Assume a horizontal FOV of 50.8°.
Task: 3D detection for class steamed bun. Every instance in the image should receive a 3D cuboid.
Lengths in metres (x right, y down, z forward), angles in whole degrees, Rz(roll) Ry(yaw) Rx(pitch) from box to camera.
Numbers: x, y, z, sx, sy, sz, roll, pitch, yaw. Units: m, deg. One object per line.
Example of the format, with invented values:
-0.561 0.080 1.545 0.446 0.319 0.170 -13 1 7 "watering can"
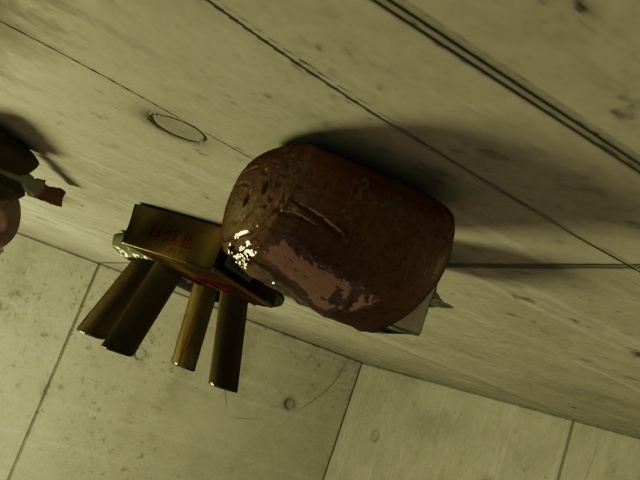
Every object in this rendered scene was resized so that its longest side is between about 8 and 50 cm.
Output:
0.000 0.000 0.491 0.145 0.106 0.175 22 171 -15 "steamed bun"

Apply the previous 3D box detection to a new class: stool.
-0.277 0.137 1.328 0.310 0.226 0.310 26 169 -29 "stool"

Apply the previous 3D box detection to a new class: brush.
-0.389 -0.080 0.864 0.071 0.084 0.301 19 175 -1 "brush"

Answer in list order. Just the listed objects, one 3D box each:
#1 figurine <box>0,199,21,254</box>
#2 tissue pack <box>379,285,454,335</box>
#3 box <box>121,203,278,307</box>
-0.663 -0.060 1.206 0.287 0.176 0.186 29 -158 37 "figurine"
0.077 0.049 0.652 0.079 0.085 0.111 21 168 -9 "tissue pack"
-0.168 0.028 1.016 0.159 0.071 0.240 14 167 19 "box"
